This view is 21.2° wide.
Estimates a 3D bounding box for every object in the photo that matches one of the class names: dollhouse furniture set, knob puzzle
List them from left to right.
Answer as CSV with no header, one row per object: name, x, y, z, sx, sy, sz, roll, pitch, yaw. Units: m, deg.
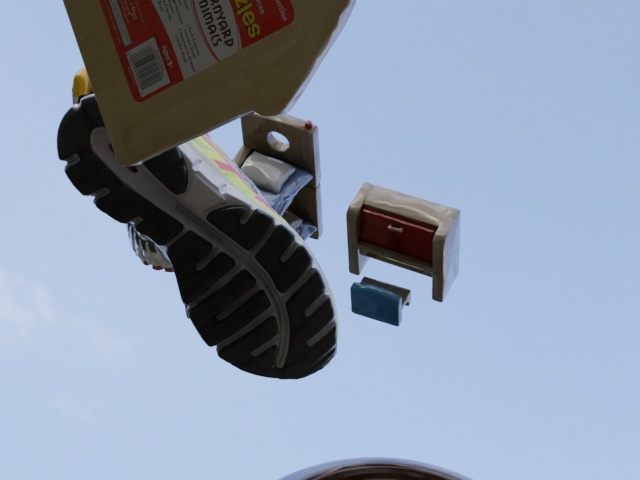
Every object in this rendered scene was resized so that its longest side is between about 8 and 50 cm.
knob puzzle,-0.046,-0.150,0.823,0.213,0.030,0.213,4,-83,32
dollhouse furniture set,0.000,0.000,1.325,0.184,0.129,0.129,17,-39,18

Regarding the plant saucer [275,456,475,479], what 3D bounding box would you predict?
plant saucer,0.054,0.272,1.265,0.311,0.310,0.050,18,-45,10

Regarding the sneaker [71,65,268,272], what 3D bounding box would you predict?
sneaker,-0.110,-0.052,1.140,0.225,0.088,0.092,35,-36,45

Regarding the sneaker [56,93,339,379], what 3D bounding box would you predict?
sneaker,-0.060,-0.011,0.993,0.081,0.094,0.208,-37,-81,12
